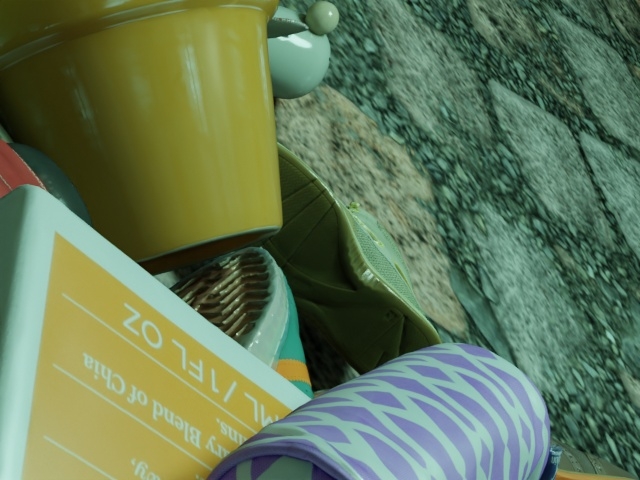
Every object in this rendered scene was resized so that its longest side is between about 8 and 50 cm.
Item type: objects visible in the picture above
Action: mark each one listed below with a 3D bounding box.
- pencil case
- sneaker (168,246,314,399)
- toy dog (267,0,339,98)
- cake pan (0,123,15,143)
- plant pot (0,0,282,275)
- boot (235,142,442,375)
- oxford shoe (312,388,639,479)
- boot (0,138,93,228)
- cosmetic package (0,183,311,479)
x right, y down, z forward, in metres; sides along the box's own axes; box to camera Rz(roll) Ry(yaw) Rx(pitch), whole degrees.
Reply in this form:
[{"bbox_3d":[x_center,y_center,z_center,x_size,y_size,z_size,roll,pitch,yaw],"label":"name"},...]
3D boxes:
[{"bbox_3d":[0.025,0.099,0.675,0.086,0.088,0.206,29,18,21],"label":"pencil case"},{"bbox_3d":[-0.046,0.124,0.972,0.302,0.108,0.121,-91,155,-57],"label":"sneaker"},{"bbox_3d":[-0.092,-0.231,1.252,0.334,0.161,0.220,5,54,-58],"label":"toy dog"},{"bbox_3d":[-0.246,-0.011,0.838,0.293,0.054,0.293,40,29,-27],"label":"cake pan"},{"bbox_3d":[-0.109,-0.078,1.017,0.205,0.205,0.188,-10,82,-62],"label":"plant pot"},{"bbox_3d":[0.000,0.000,1.178,0.213,0.077,0.165,49,9,-15],"label":"boot"},{"bbox_3d":[0.096,0.173,1.160,0.364,0.130,0.133,25,4,-34],"label":"oxford shoe"},{"bbox_3d":[-0.217,-0.058,0.808,0.244,0.088,0.176,44,10,-1],"label":"boot"},{"bbox_3d":[-0.102,0.229,0.593,0.230,0.161,0.453,40,34,-36],"label":"cosmetic package"}]
